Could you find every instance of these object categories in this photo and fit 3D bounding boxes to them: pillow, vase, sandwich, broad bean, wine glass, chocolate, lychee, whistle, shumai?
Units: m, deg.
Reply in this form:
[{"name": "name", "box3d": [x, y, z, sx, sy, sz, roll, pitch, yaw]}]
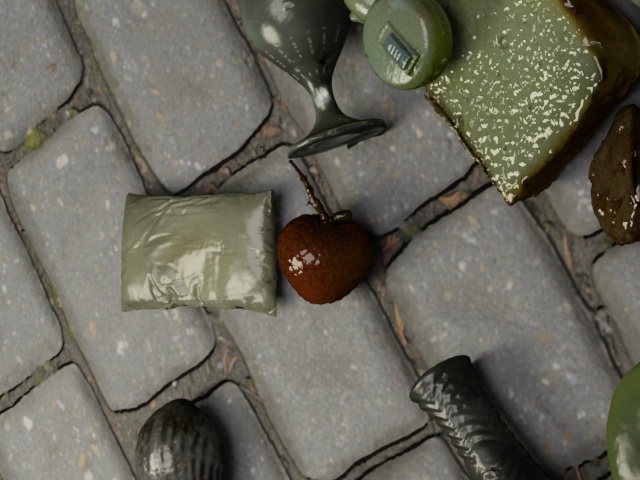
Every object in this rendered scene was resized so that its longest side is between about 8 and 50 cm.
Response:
[{"name": "pillow", "box3d": [-0.144, 0.015, 2.174, 0.230, 0.050, 0.148, -1, 98, 33]}, {"name": "vase", "box3d": [0.187, 0.234, 1.927, 0.115, 0.115, 0.237, -46, 65, 29]}, {"name": "sandwich", "box3d": [0.197, -0.199, 1.885, 0.251, 0.087, 0.226, 52, 132, 20]}, {"name": "broad bean", "box3d": [0.368, 0.215, 1.798, 0.228, 0.100, 0.169, 49, 112, 24]}, {"name": "wine glass", "box3d": [-0.016, -0.218, 2.018, 0.126, 0.126, 0.241, -22, 83, 35]}, {"name": "chocolate", "box3d": [-0.163, 0.312, 2.179, 0.110, 0.110, 0.248, -8, 90, 36]}, {"name": "lychee", "box3d": [-0.002, 0.006, 2.030, 0.114, 0.101, 0.140, 18, 141, 32]}, {"name": "whistle", "box3d": [0.059, -0.239, 1.905, 0.198, 0.057, 0.104, 50, 131, 22]}, {"name": "shumai", "box3d": [0.322, -0.058, 1.816, 0.105, 0.139, 0.123, 25, 143, 0]}]

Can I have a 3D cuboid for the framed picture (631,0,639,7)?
[{"name": "framed picture", "box3d": [0.277, -0.288, 1.671, 0.293, 0.231, 0.018, 39, 76, 1]}]
